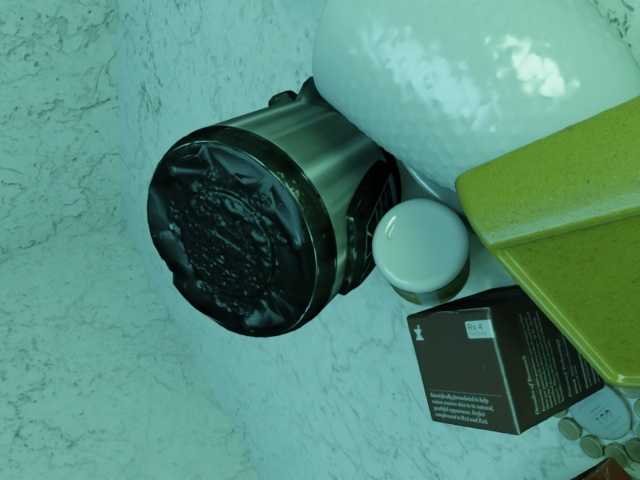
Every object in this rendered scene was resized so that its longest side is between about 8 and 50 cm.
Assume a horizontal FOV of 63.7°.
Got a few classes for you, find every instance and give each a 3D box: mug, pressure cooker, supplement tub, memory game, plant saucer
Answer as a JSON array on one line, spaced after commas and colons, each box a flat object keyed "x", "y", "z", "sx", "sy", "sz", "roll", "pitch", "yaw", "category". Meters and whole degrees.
[{"x": 0.196, "y": -0.175, "z": 0.678, "sx": 0.328, "sy": 0.276, "sz": 0.374, "roll": 43, "pitch": 157, "yaw": 20, "category": "mug"}, {"x": -0.052, "y": -0.074, "z": 0.955, "sx": 0.369, "sy": 0.420, "sz": 0.376, "roll": -29, "pitch": 96, "yaw": 37, "category": "pressure cooker"}, {"x": 0.170, "y": 0.029, "z": 0.843, "sx": 0.144, "sy": 0.144, "sz": 0.199, "roll": 55, "pitch": -176, "yaw": 23, "category": "supplement tub"}, {"x": 0.421, "y": 0.255, "z": 0.782, "sx": 0.186, "sy": 0.012, "sz": 0.186, "roll": 33, "pitch": 132, "yaw": 45, "category": "memory game"}, {"x": 0.321, "y": 0.035, "z": 0.468, "sx": 0.333, "sy": 0.081, "sz": 0.332, "roll": 45, "pitch": 150, "yaw": -13, "category": "plant saucer"}]

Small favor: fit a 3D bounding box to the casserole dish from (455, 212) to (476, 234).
[{"x": 0.240, "y": -0.082, "z": 0.853, "sx": 0.188, "sy": 0.036, "sz": 0.114, "roll": 50, "pitch": 142, "yaw": 28, "category": "casserole dish"}]

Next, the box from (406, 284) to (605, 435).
[{"x": 0.272, "y": 0.163, "z": 0.766, "sx": 0.168, "sy": 0.203, "sz": 0.167, "roll": -19, "pitch": 83, "yaw": 58, "category": "box"}]

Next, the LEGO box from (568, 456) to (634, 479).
[{"x": 0.448, "y": 0.607, "z": 0.701, "sx": 0.500, "sy": 0.193, "sz": 0.373, "roll": 50, "pitch": 154, "yaw": 29, "category": "LEGO box"}]
